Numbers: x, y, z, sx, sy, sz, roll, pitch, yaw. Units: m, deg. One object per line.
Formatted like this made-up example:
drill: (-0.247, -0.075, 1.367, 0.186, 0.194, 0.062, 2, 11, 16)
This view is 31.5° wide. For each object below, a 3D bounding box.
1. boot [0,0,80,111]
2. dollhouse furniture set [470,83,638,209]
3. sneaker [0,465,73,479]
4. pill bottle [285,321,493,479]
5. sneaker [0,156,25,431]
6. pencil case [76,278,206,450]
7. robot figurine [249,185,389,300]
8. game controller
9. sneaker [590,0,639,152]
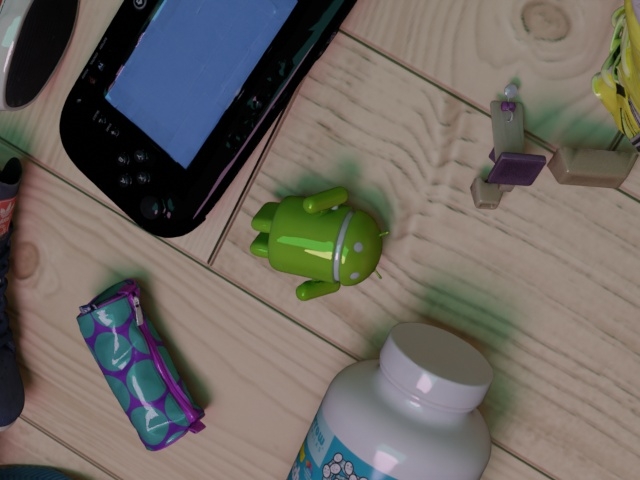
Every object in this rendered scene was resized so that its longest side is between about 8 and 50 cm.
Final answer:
boot: (-0.298, -0.245, 0.975, 0.176, 0.088, 0.244, 19, 103, 13)
dollhouse furniture set: (0.185, -0.075, 0.911, 0.114, 0.091, 0.081, 4, 65, -6)
sneaker: (-0.320, 0.287, 1.135, 0.229, 0.087, 0.092, -3, 113, 24)
pill bottle: (0.050, 0.202, 0.957, 0.146, 0.146, 0.264, 26, 111, 9)
sneaker: (-0.323, 0.009, 1.031, 0.148, 0.131, 0.350, -17, 104, 14)
pencil case: (-0.165, 0.114, 1.042, 0.070, 0.064, 0.151, -22, 99, 38)
robot figurine: (0.000, 0.000, 0.957, 0.115, 0.067, 0.101, 13, 119, 13)
game controller: (-0.096, -0.158, 0.944, 0.166, 0.067, 0.319, 38, 112, 4)
sneaker: (0.230, -0.099, 0.701, 0.147, 0.385, 0.145, 19, 86, 30)
